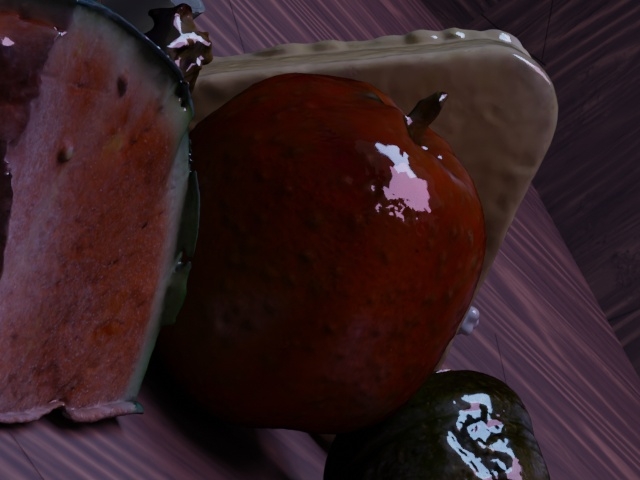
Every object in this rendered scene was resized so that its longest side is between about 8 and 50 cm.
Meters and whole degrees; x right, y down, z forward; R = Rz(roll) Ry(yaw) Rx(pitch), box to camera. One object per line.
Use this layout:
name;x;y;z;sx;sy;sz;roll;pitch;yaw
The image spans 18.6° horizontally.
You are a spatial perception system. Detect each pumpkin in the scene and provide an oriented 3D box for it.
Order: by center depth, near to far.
pumpkin;0.124;0.232;1.601;0.280;0.190;0.139;45;15;-40

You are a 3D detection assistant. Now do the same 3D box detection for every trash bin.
trash bin;-0.176;-0.186;1.718;0.059;0.130;0.116;56;12;0

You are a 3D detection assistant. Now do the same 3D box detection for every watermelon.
watermelon;-0.174;-0.058;1.207;0.319;0.222;0.292;56;17;7

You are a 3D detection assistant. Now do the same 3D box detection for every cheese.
cheese;0.050;-0.049;1.697;0.384;0.384;0.104;52;8;-11

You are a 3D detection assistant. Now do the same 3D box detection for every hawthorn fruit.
hawthorn fruit;0.000;0.000;1.508;0.275;0.299;0.275;37;11;-9

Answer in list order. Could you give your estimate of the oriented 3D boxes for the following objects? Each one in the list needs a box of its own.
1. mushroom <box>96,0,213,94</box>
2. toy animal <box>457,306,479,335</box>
mushroom;-0.224;-0.284;1.532;0.334;0.331;0.356;29;-27;20
toy animal;0.104;-0.016;2.366;0.140;0.138;0.282;27;52;-48
